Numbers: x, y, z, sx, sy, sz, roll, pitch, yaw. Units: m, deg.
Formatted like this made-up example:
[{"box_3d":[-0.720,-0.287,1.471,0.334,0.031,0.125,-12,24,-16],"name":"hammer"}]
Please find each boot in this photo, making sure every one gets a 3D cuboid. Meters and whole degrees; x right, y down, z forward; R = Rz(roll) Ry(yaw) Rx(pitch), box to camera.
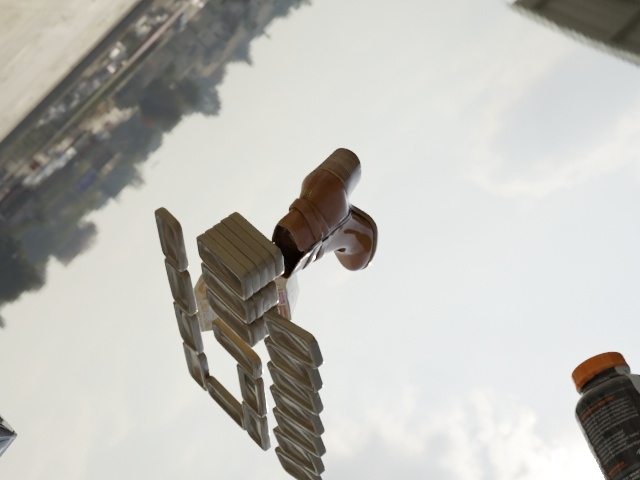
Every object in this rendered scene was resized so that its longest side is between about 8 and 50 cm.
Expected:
[{"box_3d":[0.000,0.000,1.276,0.073,0.197,0.152,14,-132,29],"name":"boot"}]

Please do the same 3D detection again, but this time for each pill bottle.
[{"box_3d":[0.454,0.284,1.514,0.130,0.130,0.245,-39,-128,25],"name":"pill bottle"}]

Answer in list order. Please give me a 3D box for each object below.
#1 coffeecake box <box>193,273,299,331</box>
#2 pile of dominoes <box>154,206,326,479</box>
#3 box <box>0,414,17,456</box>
[{"box_3d":[-0.141,0.104,1.939,0.186,0.068,0.142,-8,-162,8],"name":"coffeecake box"},{"box_3d":[-0.050,0.089,0.850,0.040,0.196,0.251,-35,146,-25],"name":"pile of dominoes"},{"box_3d":[-0.384,0.236,0.865,0.231,0.056,0.183,-51,165,4],"name":"box"}]
